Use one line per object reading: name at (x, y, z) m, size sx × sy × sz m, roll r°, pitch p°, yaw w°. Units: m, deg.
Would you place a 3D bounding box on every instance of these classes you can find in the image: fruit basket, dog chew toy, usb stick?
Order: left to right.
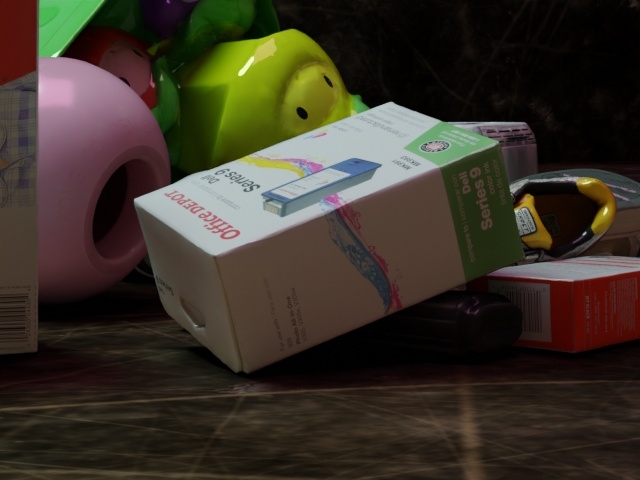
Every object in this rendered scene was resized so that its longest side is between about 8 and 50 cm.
dog chew toy at (-0.291, -0.072, 1.432) m, size 0.331 × 0.207 × 0.206 m, roll 19°, pitch 14°, yaw 28°
fruit basket at (-0.118, -0.163, 1.663) m, size 0.392 × 0.283 × 0.392 m, roll -10°, pitch 41°, yaw 9°
usb stick at (0.011, 0.049, 1.191) m, size 0.278 × 0.045 × 0.077 m, roll 3°, pitch 2°, yaw 39°

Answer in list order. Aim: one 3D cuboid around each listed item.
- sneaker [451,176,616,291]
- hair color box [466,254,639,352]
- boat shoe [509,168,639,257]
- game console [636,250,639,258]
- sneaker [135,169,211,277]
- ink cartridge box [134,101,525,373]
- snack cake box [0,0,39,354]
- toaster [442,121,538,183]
sneaker at (0.122, -0.004, 1.269) m, size 0.225 × 0.088 × 0.093 m, roll -19°, pitch -9°, yaw -22°
hair color box at (0.190, 0.043, 1.200) m, size 0.093 × 0.053 × 0.167 m, roll 3°, pitch 7°, yaw 43°
boat shoe at (0.142, 0.011, 1.414) m, size 0.320 × 0.103 × 0.118 m, roll -10°, pitch 29°, yaw -31°
game console at (0.291, 0.026, 1.608) m, size 0.107 × 0.071 × 0.122 m, roll -33°, pitch -16°, yaw 34°
sneaker at (-0.079, -0.005, 1.485) m, size 0.268 × 0.101 × 0.153 m, roll -11°, pitch 12°, yaw 25°
ink cartridge box at (0.003, -0.007, 1.130) m, size 0.212 × 0.093 × 0.154 m, roll -23°, pitch 23°, yaw -18°
snack cake box at (-0.267, -0.057, 1.125) m, size 0.152 × 0.264 × 0.089 m, roll -1°, pitch 17°, yaw -17°
toaster at (0.125, -0.036, 1.561) m, size 0.129 × 0.146 × 0.227 m, roll 1°, pitch 5°, yaw 27°
